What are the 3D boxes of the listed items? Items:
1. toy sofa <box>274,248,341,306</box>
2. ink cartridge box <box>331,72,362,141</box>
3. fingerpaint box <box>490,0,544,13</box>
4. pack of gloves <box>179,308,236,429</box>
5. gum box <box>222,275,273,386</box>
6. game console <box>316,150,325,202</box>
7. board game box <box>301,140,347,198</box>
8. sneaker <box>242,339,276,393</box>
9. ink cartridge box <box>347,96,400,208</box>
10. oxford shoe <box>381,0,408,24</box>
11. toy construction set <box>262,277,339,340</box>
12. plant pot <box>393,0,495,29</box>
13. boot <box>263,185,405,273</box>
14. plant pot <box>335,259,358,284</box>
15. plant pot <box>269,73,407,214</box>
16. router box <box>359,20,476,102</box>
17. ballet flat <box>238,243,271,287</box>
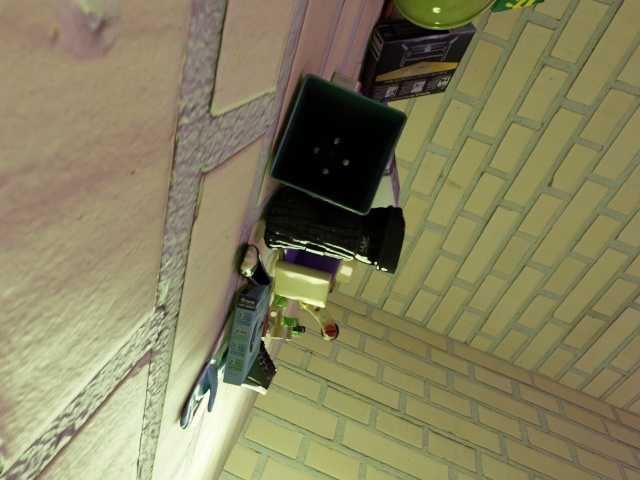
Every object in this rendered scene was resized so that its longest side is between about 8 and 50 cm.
[{"bbox_3d":[0.000,0.000,1.159,0.362,0.150,0.177,-63,166,-53],"label":"toy sofa"},{"bbox_3d":[0.041,-0.294,0.903,0.099,0.056,0.135,-59,171,-69],"label":"ink cartridge box"},{"bbox_3d":[0.450,-0.852,0.930,0.371,0.163,0.445,103,-31,-73],"label":"fingerpaint box"},{"bbox_3d":[-0.203,0.273,0.825,0.195,0.046,0.232,102,11,-67],"label":"pack of gloves"},{"bbox_3d":[-0.146,0.177,0.839,0.157,0.041,0.184,-64,166,-80],"label":"gum box"},{"bbox_3d":[0.011,-0.164,1.085,0.085,0.124,0.144,13,100,-60],"label":"game console"},{"bbox_3d":[0.016,-0.164,0.949,0.170,0.048,0.141,-47,-176,13],"label":"board game box"},{"bbox_3d":[-0.152,0.278,1.014,0.083,0.118,0.222,-60,171,-66],"label":"sneaker"},{"bbox_3d":[0.154,-0.250,1.222,0.223,0.129,0.307,-64,144,-60],"label":"ink cartridge box"},{"bbox_3d":[0.257,-0.674,1.247,0.348,0.130,0.123,88,24,-82],"label":"oxford shoe"},{"bbox_3d":[-0.077,0.175,1.227,0.309,0.257,0.237,27,66,-64],"label":"toy construction set"},{"bbox_3d":[0.262,-0.628,0.830,0.276,0.276,0.254,-68,165,10],"label":"plant pot"},{"bbox_3d":[0.039,-0.032,0.863,0.348,0.260,0.131,-23,124,-81],"label":"boot"},{"bbox_3d":[0.053,0.022,1.655,0.263,0.229,0.263,22,90,-86],"label":"plant pot"},{"bbox_3d":[0.023,-0.158,0.725,0.234,0.165,0.165,-102,-146,-82],"label":"plant pot"},{"bbox_3d":[0.292,-0.561,1.269,0.243,0.308,0.081,106,-34,-62],"label":"router box"},{"bbox_3d":[-0.114,0.047,0.722,0.173,0.049,0.057,100,12,-74],"label":"ballet flat"}]
